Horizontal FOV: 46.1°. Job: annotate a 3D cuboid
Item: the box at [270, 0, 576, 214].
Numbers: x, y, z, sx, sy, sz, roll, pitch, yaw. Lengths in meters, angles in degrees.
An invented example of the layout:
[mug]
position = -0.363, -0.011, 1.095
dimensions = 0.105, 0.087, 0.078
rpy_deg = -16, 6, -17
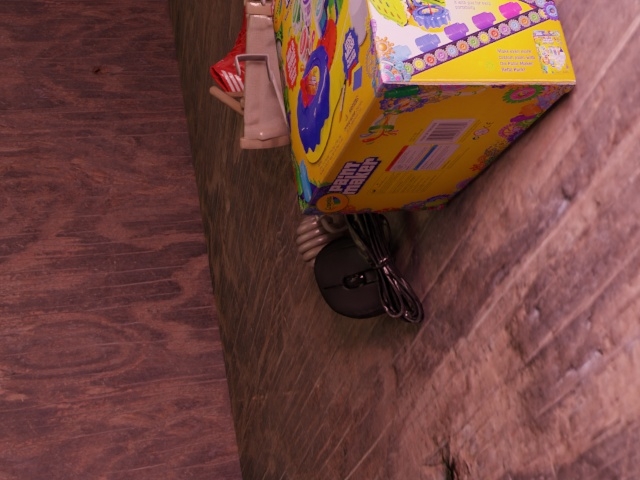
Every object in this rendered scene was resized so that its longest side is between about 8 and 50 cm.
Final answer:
[box]
position = 0.076, -0.207, 0.762
dimensions = 0.290, 0.177, 0.279
rpy_deg = 126, 138, -66

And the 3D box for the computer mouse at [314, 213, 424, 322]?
[computer mouse]
position = 0.042, 0.046, 1.061
dimensions = 0.188, 0.072, 0.272
rpy_deg = 65, 165, 3

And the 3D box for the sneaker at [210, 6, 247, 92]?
[sneaker]
position = -0.185, -0.427, 1.687
dimensions = 0.087, 0.128, 0.221
rpy_deg = 152, 112, -71

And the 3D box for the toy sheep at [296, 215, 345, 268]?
[toy sheep]
position = 0.000, 0.000, 1.239
dimensions = 0.132, 0.091, 0.091
rpy_deg = 65, 161, 6

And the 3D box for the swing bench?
[swing bench]
position = -0.092, -0.333, 1.346
dimensions = 0.254, 0.165, 0.253
rpy_deg = -123, 33, -50

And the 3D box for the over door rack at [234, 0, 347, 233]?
[over door rack]
position = 0.004, -0.191, 1.082
dimensions = 0.324, 0.108, 0.239
rpy_deg = 62, 160, 6
